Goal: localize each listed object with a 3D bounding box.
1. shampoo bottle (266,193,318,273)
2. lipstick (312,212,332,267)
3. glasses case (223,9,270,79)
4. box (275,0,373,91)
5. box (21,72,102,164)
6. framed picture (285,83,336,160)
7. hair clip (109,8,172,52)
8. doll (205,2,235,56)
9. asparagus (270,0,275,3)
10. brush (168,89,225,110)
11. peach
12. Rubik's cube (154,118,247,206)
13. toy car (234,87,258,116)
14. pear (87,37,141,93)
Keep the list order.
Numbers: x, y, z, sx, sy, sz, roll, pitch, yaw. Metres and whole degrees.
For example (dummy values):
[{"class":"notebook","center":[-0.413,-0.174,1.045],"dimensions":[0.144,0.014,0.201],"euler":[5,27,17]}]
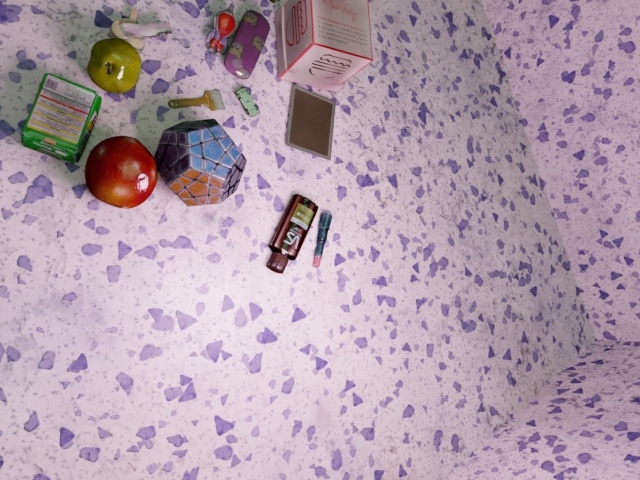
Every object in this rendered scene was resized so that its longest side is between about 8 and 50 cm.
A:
[{"class":"shampoo bottle","center":[-0.119,-0.024,1.845],"dimensions":[0.129,0.084,0.323],"euler":[33,67,-20]},{"class":"lipstick","center":[0.000,0.000,1.939],"dimensions":[0.053,0.053,0.234],"euler":[20,76,-27]},{"class":"glasses case","center":[-0.298,-0.802,1.874],"dimensions":[0.123,0.076,0.316],"euler":[26,69,-26]},{"class":"box","center":[0.011,-0.859,1.941],"dimensions":[0.314,0.300,0.312],"euler":[1,81,-32]},{"class":"box","center":[-0.825,-0.390,1.465],"dimensions":[0.180,0.103,0.250],"euler":[20,70,-27]},{"class":"framed picture","center":[-0.042,-0.516,2.016],"dimensions":[0.232,0.019,0.296],"euler":[14,74,-29]},{"class":"hair clip","center":[-0.655,-0.764,1.653],"dimensions":[0.218,0.071,0.159],"euler":[-26,93,-38]},{"class":"doll","center":[-0.388,-0.847,1.827],"dimensions":[0.102,0.075,0.228],"euler":[23,80,-41]},{"class":"asparagus","center":[-0.198,-1.083,2.017],"dimensions":[0.025,0.021,0.108],"euler":[28,67,-29]},{"class":"brush","center":[-0.475,-0.530,1.757],"dimensions":[0.218,0.010,0.083],"euler":[-17,91,-31]},{"class":"peach","center":[-0.635,-0.221,1.473],"dimensions":[0.199,0.243,0.243],"euler":[19,67,-66]},{"class":"Rubik's cube","center":[-0.415,-0.272,1.598],"dimensions":[0.319,0.264,0.319],"euler":[6,79,-31]},{"class":"toy car","center":[-0.297,-0.558,1.857],"dimensions":[0.059,0.035,0.122],"euler":[-38,110,-31]},{"class":"pear","center":[-0.686,-0.579,1.517],"dimensions":[0.166,0.216,0.180],"euler":[33,98,-21]}]
